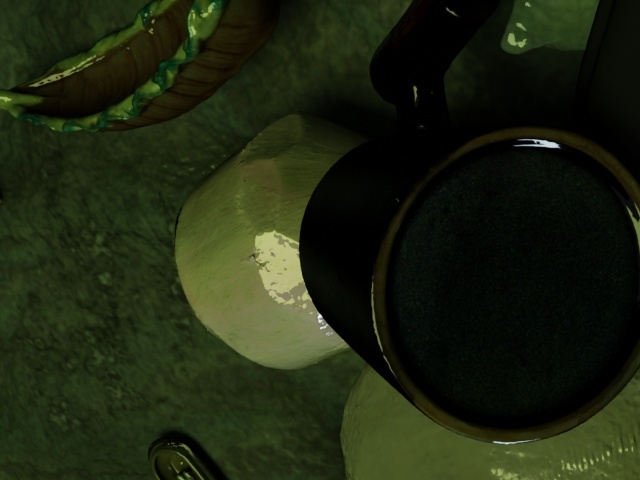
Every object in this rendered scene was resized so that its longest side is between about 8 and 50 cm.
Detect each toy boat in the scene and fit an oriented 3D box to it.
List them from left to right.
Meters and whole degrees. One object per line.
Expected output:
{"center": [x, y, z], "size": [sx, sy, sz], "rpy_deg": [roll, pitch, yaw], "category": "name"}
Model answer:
{"center": [-0.124, -0.130, 0.988], "size": [0.099, 0.109, 0.293], "rpy_deg": [29, 145, -31], "category": "toy boat"}

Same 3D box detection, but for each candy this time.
{"center": [0.141, 0.168, 0.965], "size": [0.295, 0.185, 0.296], "rpy_deg": [15, 130, 18], "category": "candy"}

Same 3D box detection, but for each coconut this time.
{"center": [0.000, 0.000, 0.958], "size": [0.183, 0.171, 0.171], "rpy_deg": [-25, 104, 42], "category": "coconut"}

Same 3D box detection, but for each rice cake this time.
{"center": [0.164, -0.195, 0.795], "size": [0.069, 0.063, 0.206], "rpy_deg": [21, 130, 9], "category": "rice cake"}

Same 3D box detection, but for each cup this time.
{"center": [0.092, -0.022, 0.807], "size": [0.166, 0.177, 0.239], "rpy_deg": [19, 91, -18], "category": "cup"}

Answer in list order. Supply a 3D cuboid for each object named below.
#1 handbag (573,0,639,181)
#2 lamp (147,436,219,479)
{"center": [0.269, -0.089, 0.756], "size": [0.253, 0.093, 0.308], "rpy_deg": [15, 133, 6], "category": "handbag"}
{"center": [-0.053, 0.231, 1.143], "size": [0.203, 0.124, 0.283], "rpy_deg": [42, 175, -3], "category": "lamp"}
